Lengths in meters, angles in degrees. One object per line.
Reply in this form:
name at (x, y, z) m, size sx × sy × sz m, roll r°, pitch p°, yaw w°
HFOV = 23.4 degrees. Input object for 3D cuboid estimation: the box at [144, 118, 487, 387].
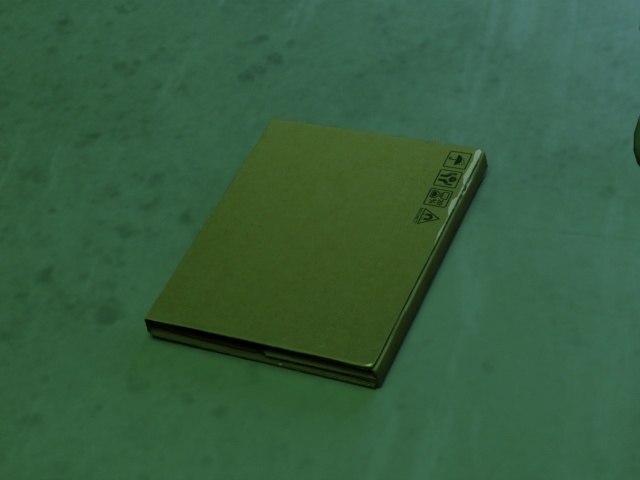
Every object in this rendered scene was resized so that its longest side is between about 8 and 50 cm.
box at (0.000, 0.000, 1.020) m, size 0.164 × 0.021 × 0.201 m, roll 10°, pitch 49°, yaw 24°

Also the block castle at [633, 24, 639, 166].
block castle at (0.249, 0.118, 0.534) m, size 0.213 × 0.453 × 0.303 m, roll -32°, pitch 47°, yaw -27°
